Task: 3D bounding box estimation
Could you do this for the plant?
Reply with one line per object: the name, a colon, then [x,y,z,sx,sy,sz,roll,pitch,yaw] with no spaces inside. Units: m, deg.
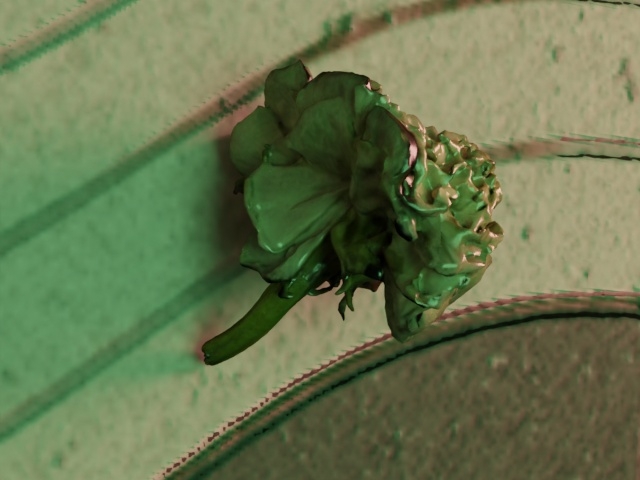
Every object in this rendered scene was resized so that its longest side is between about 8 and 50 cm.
plant: [0.000,0.000,0.634,0.104,0.116,0.122,43,88,-10]
